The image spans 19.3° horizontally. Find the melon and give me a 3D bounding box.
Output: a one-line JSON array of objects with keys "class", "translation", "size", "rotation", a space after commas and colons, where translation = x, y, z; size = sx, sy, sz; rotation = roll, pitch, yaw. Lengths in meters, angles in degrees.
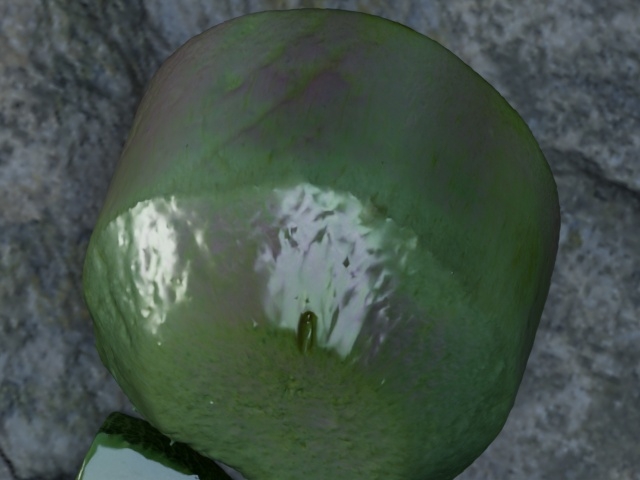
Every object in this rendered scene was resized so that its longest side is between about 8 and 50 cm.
[{"class": "melon", "translation": [-0.069, 0.187, 0.928], "size": [0.118, 0.064, 0.209], "rotation": [-31, 91, -3]}]

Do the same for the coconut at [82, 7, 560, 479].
[{"class": "coconut", "translation": [0.000, 0.000, 0.879], "size": [0.236, 0.236, 0.204], "rotation": [-25, 129, -9]}]
